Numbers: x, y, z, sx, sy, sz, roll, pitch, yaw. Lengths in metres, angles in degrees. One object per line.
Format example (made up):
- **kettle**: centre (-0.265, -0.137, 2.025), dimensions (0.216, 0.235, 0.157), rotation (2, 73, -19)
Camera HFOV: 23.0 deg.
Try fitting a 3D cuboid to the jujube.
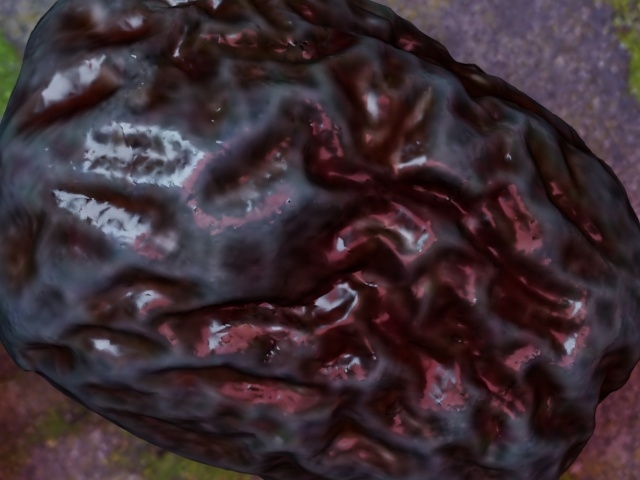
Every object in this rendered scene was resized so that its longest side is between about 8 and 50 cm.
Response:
- **jujube**: centre (0.000, 0.000, 0.720), dimensions (0.317, 0.226, 0.226), rotation (21, 92, -18)
